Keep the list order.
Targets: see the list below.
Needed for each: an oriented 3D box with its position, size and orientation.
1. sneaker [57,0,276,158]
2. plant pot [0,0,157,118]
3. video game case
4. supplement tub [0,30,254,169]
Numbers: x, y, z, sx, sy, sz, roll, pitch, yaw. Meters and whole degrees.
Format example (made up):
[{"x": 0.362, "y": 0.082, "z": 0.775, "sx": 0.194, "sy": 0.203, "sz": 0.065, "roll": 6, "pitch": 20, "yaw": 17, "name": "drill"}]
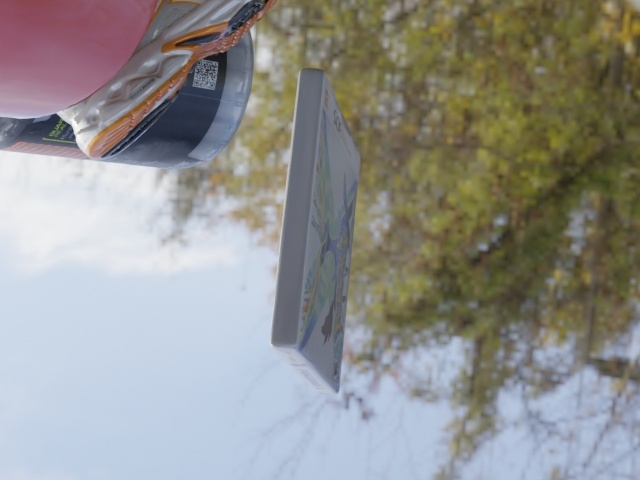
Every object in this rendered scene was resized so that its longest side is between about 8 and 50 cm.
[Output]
[{"x": -0.114, "y": -0.187, "z": 1.081, "sx": 0.262, "sy": 0.121, "sz": 0.099, "roll": -46, "pitch": 179, "yaw": -22, "name": "sneaker"}, {"x": -0.240, "y": -0.199, "z": 0.899, "sx": 0.275, "sy": 0.275, "sz": 0.243, "roll": 12, "pitch": 175, "yaw": 27, "name": "plant pot"}, {"x": 0.000, "y": 0.000, "z": 1.760, "sx": 0.036, "sy": 0.329, "sz": 0.300, "roll": 3, "pitch": 165, "yaw": 11, "name": "video game case"}, {"x": -0.251, "y": -0.185, "z": 1.465, "sx": 0.338, "sy": 0.207, "sz": 0.207, "roll": 5, "pitch": -170, "yaw": -44, "name": "supplement tub"}]
